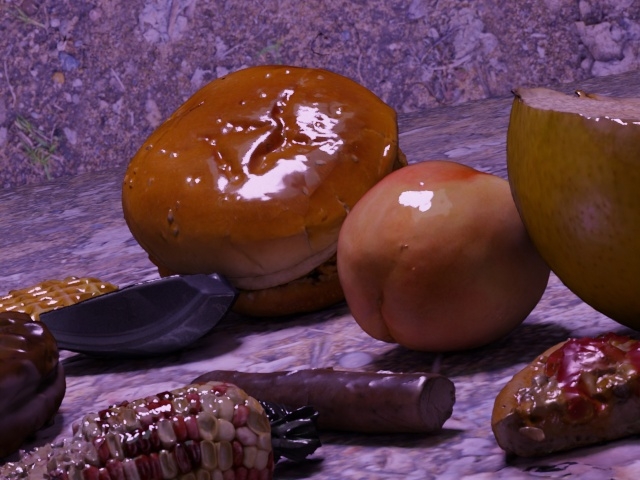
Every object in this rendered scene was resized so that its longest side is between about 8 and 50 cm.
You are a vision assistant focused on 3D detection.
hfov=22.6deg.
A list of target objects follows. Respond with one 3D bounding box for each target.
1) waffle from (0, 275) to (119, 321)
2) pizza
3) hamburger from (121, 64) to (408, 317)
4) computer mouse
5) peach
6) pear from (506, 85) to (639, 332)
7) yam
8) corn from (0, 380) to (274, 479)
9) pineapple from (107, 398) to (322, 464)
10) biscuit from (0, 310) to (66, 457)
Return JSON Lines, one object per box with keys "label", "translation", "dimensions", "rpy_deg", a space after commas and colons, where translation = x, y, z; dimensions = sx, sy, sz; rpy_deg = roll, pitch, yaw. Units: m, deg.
{"label": "waffle", "translation": [-0.352, 0.094, 1.782], "dimensions": [0.245, 0.052, 0.254], "rpy_deg": [-7, 11, 29]}
{"label": "pizza", "translation": [0.222, 0.096, 1.122], "dimensions": [0.199, 0.062, 0.188], "rpy_deg": [-6, 13, 22]}
{"label": "hamburger", "translation": [-0.060, -0.063, 1.718], "dimensions": [0.314, 0.170, 0.290], "rpy_deg": [12, 50, 29]}
{"label": "computer mouse", "translation": [-0.184, 0.086, 1.597], "dimensions": [0.231, 0.071, 0.126], "rpy_deg": [-16, -6, 22]}
{"label": "peach", "translation": [0.103, 0.016, 1.393], "dimensions": [0.184, 0.184, 0.184], "rpy_deg": [-11, 10, 2]}
{"label": "pear", "translation": [0.327, -0.015, 1.246], "dimensions": [0.340, 0.191, 0.386], "rpy_deg": [-4, 11, -35]}
{"label": "yam", "translation": [-0.006, 0.122, 1.237], "dimensions": [0.241, 0.056, 0.057], "rpy_deg": [-4, 12, 38]}
{"label": "corn", "translation": [-0.168, 0.166, 1.045], "dimensions": [0.290, 0.098, 0.098], "rpy_deg": [-15, 11, -18]}
{"label": "pineapple", "translation": [-0.079, 0.145, 1.160], "dimensions": [0.159, 0.074, 0.074], "rpy_deg": [-6, 10, -3]}
{"label": "biscuit", "translation": [-0.382, 0.143, 1.386], "dimensions": [0.332, 0.103, 0.332], "rpy_deg": [-10, 9, 2]}
